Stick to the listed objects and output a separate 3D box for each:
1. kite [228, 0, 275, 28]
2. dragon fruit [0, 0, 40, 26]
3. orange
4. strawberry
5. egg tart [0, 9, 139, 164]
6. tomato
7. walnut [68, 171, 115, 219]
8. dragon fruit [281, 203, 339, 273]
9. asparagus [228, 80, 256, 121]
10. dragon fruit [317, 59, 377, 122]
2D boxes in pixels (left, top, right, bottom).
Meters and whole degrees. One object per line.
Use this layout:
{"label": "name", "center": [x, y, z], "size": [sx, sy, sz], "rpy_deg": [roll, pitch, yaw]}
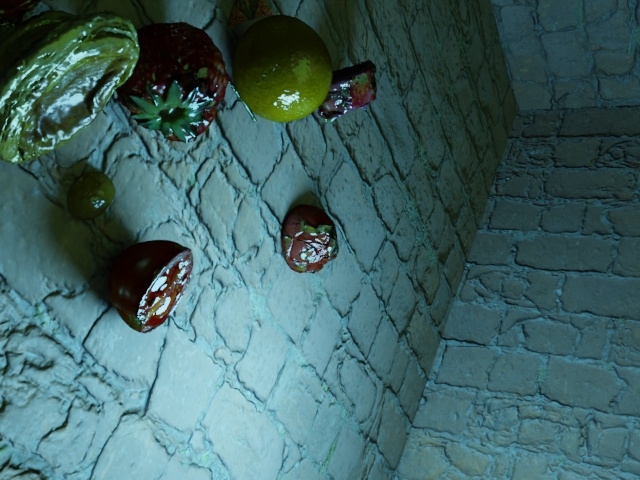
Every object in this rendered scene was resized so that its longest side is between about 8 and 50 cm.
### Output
{"label": "kite", "center": [-0.196, -0.653, 1.876], "size": [0.222, 0.008, 0.125], "rpy_deg": [-37, 124, -50]}
{"label": "dragon fruit", "center": [-0.535, -0.472, 1.142], "size": [0.193, 0.274, 0.192], "rpy_deg": [9, 46, -34]}
{"label": "orange", "center": [-0.102, -0.447, 1.811], "size": [0.274, 0.274, 0.275], "rpy_deg": [-9, 101, -57]}
{"label": "strawberry", "center": [-0.324, -0.366, 1.520], "size": [0.238, 0.250, 0.289], "rpy_deg": [17, 52, -24]}
{"label": "egg tart", "center": [-0.485, -0.293, 1.245], "size": [0.150, 0.352, 0.352], "rpy_deg": [44, 43, 2]}
{"label": "tomato", "center": [-0.385, 0.083, 1.531], "size": [0.200, 0.139, 0.233], "rpy_deg": [-52, 169, -32]}
{"label": "walnut", "center": [-0.469, -0.092, 1.455], "size": [0.121, 0.052, 0.091], "rpy_deg": [-57, 141, -35]}
{"label": "dragon fruit", "center": [-0.002, 0.000, 2.121], "size": [0.218, 0.148, 0.224], "rpy_deg": [-59, 139, -38]}
{"label": "asparagus", "center": [-0.213, -0.379, 1.870], "size": [0.016, 0.016, 0.163], "rpy_deg": [-52, 139, -15]}
{"label": "dragon fruit", "center": [0.069, -0.448, 2.159], "size": [0.282, 0.211, 0.147], "rpy_deg": [-32, 116, -22]}
